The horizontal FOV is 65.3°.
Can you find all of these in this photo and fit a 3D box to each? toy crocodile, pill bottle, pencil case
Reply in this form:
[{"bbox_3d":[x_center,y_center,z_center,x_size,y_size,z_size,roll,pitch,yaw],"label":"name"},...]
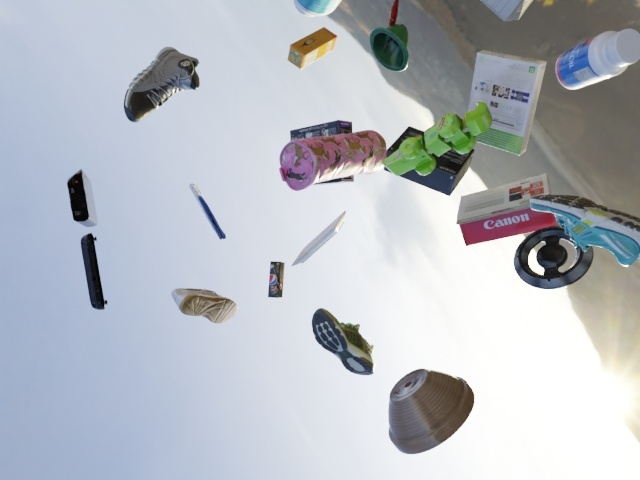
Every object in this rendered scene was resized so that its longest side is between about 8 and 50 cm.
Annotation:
[{"bbox_3d":[0.332,-0.287,1.450,0.115,0.341,0.105,31,-133,-35],"label":"toy crocodile"},{"bbox_3d":[0.785,-0.513,1.409,0.124,0.124,0.221,50,172,-9],"label":"pill bottle"},{"bbox_3d":[0.006,-0.677,1.281,0.146,0.146,0.264,50,165,-11],"label":"pill bottle"},{"bbox_3d":[0.045,-0.263,1.595,0.160,0.167,0.386,39,-143,28],"label":"pencil case"}]

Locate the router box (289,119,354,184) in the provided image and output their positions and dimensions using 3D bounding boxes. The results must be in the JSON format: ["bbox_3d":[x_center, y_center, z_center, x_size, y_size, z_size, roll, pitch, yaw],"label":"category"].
[{"bbox_3d":[0.001,-0.352,2.066,0.081,0.309,0.242,-5,-84,-42],"label":"router box"}]

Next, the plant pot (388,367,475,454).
[{"bbox_3d":[0.246,0.394,1.222,0.109,0.237,0.237,51,-159,-5],"label":"plant pot"}]

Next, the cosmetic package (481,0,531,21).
[{"bbox_3d":[0.499,-0.753,1.444,0.238,0.107,0.127,47,-135,13],"label":"cosmetic package"}]

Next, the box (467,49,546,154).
[{"bbox_3d":[0.640,-0.485,1.761,0.059,0.321,0.232,-29,-136,-36],"label":"box"}]

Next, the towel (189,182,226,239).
[{"bbox_3d":[-0.461,-0.122,2.031,0.209,0.034,0.285,65,168,-23],"label":"towel"}]

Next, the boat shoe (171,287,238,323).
[{"bbox_3d":[-0.378,0.201,1.647,0.096,0.098,0.277,35,180,31],"label":"boat shoe"}]

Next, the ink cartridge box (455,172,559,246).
[{"bbox_3d":[0.644,-0.092,1.732,0.130,0.310,0.272,66,-151,-18],"label":"ink cartridge box"}]

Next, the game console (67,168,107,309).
[{"bbox_3d":[-0.603,0.002,1.309,0.213,0.044,0.360,175,87,-71],"label":"game console"}]

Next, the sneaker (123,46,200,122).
[{"bbox_3d":[-0.371,-0.374,1.217,0.132,0.228,0.086,20,161,16],"label":"sneaker"}]

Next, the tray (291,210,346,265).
[{"bbox_3d":[0.000,0.000,1.905,0.030,0.270,0.145,43,-147,-7],"label":"tray"}]

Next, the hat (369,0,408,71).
[{"bbox_3d":[0.293,-0.743,1.783,0.173,0.183,0.208,33,163,26],"label":"hat"}]

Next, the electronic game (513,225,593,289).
[{"bbox_3d":[0.713,0.050,1.539,0.048,0.229,0.229,45,-159,-38],"label":"electronic game"}]

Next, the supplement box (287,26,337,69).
[{"bbox_3d":[-0.033,-0.787,2.040,0.078,0.080,0.233,39,-128,11],"label":"supplement box"}]

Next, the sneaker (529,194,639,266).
[{"bbox_3d":[0.602,-0.033,1.153,0.107,0.109,0.275,-12,-146,-36],"label":"sneaker"}]

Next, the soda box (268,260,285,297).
[{"bbox_3d":[-0.205,0.182,2.320,0.060,0.053,0.168,21,-109,-70],"label":"soda box"}]

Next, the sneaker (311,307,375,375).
[{"bbox_3d":[0.112,0.432,2.273,0.410,0.158,0.182,52,-141,-22],"label":"sneaker"}]

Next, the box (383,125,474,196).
[{"bbox_3d":[0.388,-0.289,1.796,0.261,0.103,0.184,26,-132,21],"label":"box"}]
